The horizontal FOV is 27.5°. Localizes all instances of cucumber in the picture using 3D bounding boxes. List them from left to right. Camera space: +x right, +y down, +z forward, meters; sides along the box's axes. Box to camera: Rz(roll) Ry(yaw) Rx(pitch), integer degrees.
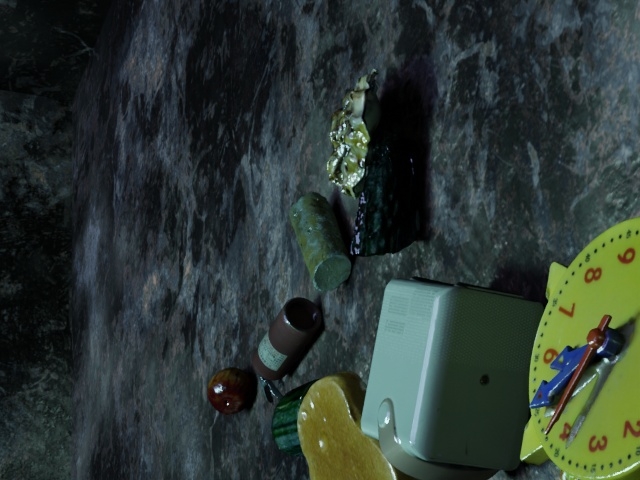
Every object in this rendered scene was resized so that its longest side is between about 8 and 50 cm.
[{"bbox_3d":[-0.034,0.291,2.147,0.115,0.062,0.116,-29,58,59],"label":"cucumber"},{"bbox_3d":[0.104,-0.057,1.889,0.115,0.085,0.193,37,-124,-63],"label":"cucumber"}]

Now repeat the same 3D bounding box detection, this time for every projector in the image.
[{"bbox_3d":[0.155,0.171,1.582,0.177,0.163,0.242,-179,98,-69],"label":"projector"}]

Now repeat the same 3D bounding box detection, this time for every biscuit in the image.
[{"bbox_3d":[0.066,0.341,1.810,0.287,0.057,0.344,-53,51,57],"label":"biscuit"}]

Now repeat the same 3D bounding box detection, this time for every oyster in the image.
[{"bbox_3d":[0.053,-0.167,1.971,0.223,0.083,0.214,94,179,-46],"label":"oyster"}]

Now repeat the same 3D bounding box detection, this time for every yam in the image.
[{"bbox_3d":[0.000,0.000,2.133,0.179,0.078,0.078,-109,34,-48],"label":"yam"}]

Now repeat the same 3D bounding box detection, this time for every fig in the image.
[{"bbox_3d":[-0.166,0.268,2.469,0.125,0.089,0.089,-79,9,-57],"label":"fig"}]

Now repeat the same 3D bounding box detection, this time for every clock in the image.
[{"bbox_3d":[0.297,0.107,1.315,0.293,0.071,0.277,-27,49,55],"label":"clock"}]

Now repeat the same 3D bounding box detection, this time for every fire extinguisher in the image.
[{"bbox_3d":[-0.063,0.198,2.245,0.099,0.071,0.231,54,140,21],"label":"fire extinguisher"}]

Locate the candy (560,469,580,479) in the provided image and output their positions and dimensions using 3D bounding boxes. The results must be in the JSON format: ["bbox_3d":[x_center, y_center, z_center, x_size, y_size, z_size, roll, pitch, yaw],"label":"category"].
[{"bbox_3d":[0.271,0.309,1.420,0.060,0.060,0.201,-115,31,-53],"label":"candy"}]
